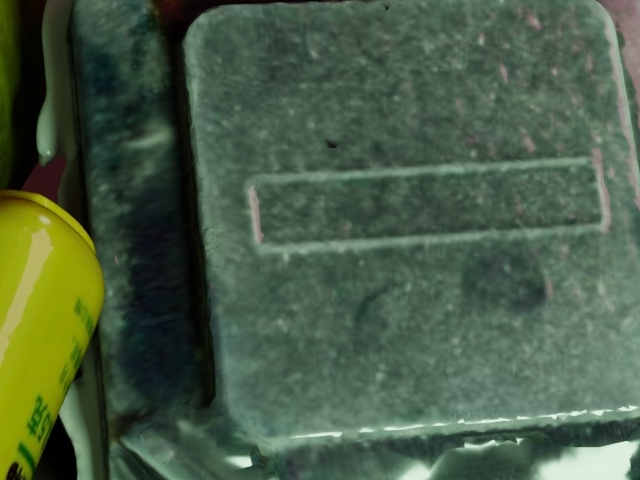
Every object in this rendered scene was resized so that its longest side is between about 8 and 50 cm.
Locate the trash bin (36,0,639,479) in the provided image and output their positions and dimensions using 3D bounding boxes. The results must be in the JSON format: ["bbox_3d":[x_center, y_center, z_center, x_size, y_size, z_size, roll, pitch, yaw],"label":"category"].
[{"bbox_3d":[0.004,0.021,0.838,0.367,0.256,0.296,116,-33,-70],"label":"trash bin"}]

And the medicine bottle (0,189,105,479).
[{"bbox_3d":[-0.136,0.109,0.588,0.064,0.095,0.260,24,67,-8],"label":"medicine bottle"}]

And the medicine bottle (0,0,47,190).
[{"bbox_3d":[-0.230,-0.037,0.705,0.224,0.224,0.384,49,27,-16],"label":"medicine bottle"}]
